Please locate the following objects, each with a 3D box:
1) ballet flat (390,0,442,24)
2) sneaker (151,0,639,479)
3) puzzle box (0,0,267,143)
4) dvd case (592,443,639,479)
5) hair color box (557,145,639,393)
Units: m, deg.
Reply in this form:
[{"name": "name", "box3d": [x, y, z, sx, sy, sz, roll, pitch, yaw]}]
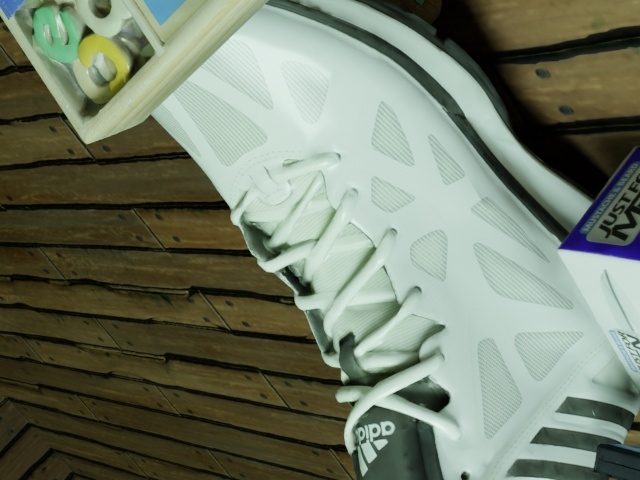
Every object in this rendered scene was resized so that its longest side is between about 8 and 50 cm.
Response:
[{"name": "ballet flat", "box3d": [0.019, -0.092, 1.100, 0.124, 0.116, 0.342, 22, 149, 3]}, {"name": "sneaker", "box3d": [0.039, 0.028, 0.937, 0.447, 0.257, 0.169, 34, 142, -21]}, {"name": "puzzle box", "box3d": [-0.077, -0.262, 0.760, 0.409, 0.052, 0.272, -38, 84, 43]}, {"name": "dvd case", "box3d": [0.320, 0.159, 0.952, 0.253, 0.022, 0.180, 9, 180, -41]}, {"name": "hair color box", "box3d": [0.322, 0.053, 0.864, 0.339, 0.110, 0.185, 8, 141, 48]}]
